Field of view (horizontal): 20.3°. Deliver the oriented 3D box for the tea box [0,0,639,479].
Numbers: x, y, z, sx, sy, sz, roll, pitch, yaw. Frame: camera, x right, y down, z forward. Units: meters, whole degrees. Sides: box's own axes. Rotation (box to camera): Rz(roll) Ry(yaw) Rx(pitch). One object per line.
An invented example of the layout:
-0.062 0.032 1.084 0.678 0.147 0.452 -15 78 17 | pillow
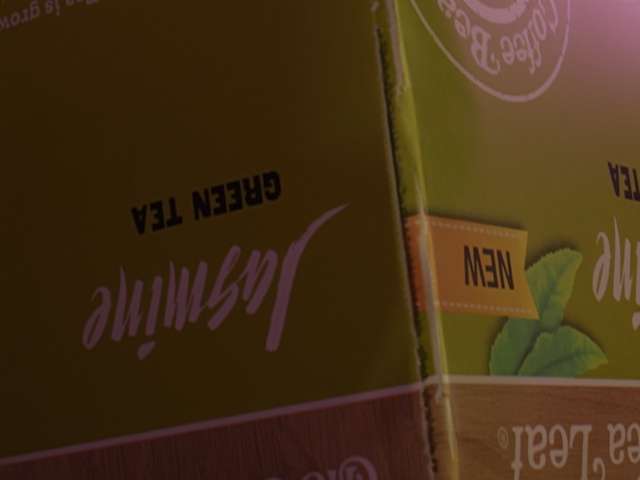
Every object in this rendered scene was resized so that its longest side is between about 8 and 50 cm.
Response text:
0.012 -0.054 0.598 0.329 0.220 0.324 6 74 -56 | tea box
